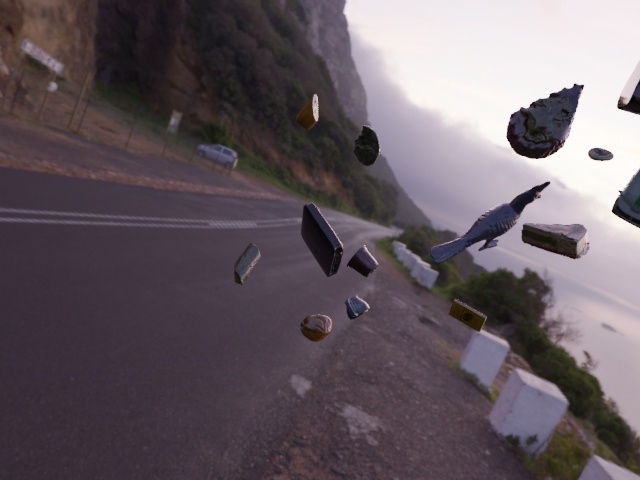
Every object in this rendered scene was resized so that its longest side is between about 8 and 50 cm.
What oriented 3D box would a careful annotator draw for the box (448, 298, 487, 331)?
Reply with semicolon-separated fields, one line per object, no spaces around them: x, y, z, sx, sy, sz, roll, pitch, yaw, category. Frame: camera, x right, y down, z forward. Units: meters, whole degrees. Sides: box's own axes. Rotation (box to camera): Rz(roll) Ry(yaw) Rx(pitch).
0.644;0.329;2.313;0.155;0.086;0.023;31;36;26;box

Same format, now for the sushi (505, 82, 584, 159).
0.660;-0.331;1.513;0.107;0.241;0.161;36;34;-69;sushi

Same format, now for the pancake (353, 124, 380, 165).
0.151;-0.301;1.712;0.023;0.129;0.116;-19;67;-33;pancake

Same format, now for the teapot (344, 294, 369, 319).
0.096;0.189;1.490;0.057;0.066;0.088;57;19;10;teapot

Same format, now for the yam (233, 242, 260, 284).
-0.262;0.083;1.829;0.070;0.146;0.069;26;-27;14;yam

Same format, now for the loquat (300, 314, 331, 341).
-0.020;0.370;2.266;0.137;0.137;0.113;19;50;-29;loquat

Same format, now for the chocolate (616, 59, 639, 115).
0.712;-0.329;1.133;0.080;0.148;0.125;22;49;11;chocolate

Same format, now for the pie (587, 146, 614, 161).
0.933;-0.288;1.756;0.084;0.021;0.084;-5;38;4;pie

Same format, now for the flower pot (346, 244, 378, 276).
0.167;0.086;2.000;0.089;0.111;0.111;41;11;12;flower pot

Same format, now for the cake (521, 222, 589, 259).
0.836;-0.016;1.855;0.117;0.086;0.220;-24;28;-26;cake

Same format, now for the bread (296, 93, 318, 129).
-0.031;-0.400;1.656;0.062;0.103;0.049;53;28;14;bread

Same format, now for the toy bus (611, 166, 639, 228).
0.899;-0.165;1.391;0.134;0.276;0.165;36;18;29;toy bus

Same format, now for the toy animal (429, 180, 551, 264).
0.474;-0.034;1.488;0.081;0.367;0.206;59;6;22;toy animal

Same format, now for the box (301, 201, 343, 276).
0.000;0.000;2.403;0.289;0.073;0.290;56;-20;24;box
